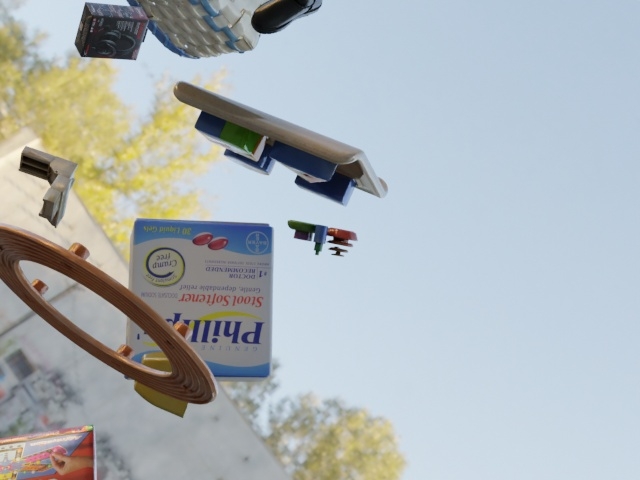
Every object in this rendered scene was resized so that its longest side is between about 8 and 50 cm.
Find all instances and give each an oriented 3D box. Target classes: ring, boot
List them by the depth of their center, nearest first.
[{"bbox_3d":[-0.257,0.083,1.179,0.337,0.032,0.336,28,-25,14],"label":"ring"},{"bbox_3d":[-0.033,-0.333,1.366,0.045,0.121,0.099,60,-22,8],"label":"boot"}]

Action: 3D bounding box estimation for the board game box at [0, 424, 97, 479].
[{"bbox_3d":[-0.490,0.376,1.565,0.027,0.281,0.145,87,-7,-54],"label":"board game box"}]

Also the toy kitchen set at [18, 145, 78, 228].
[{"bbox_3d":[-0.370,-0.063,1.321,0.075,0.083,0.068,20,-48,-4],"label":"toy kitchen set"}]

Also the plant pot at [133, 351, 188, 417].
[{"bbox_3d":[-0.231,0.206,1.498,0.083,0.081,0.081,19,0,-10],"label":"plant pot"}]

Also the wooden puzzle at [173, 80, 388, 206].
[{"bbox_3d":[-0.062,-0.145,1.694,0.322,0.080,0.348,22,-1,14],"label":"wooden puzzle"}]

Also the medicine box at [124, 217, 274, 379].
[{"bbox_3d":[-0.228,0.118,1.891,0.149,0.264,0.289,135,-44,-72],"label":"medicine box"}]

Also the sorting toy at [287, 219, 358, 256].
[{"bbox_3d":[0.000,0.000,1.395,0.102,0.042,0.061,11,0,5],"label":"sorting toy"}]

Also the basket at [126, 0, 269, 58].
[{"bbox_3d":[-0.222,-0.406,1.583,0.289,0.201,0.255,10,-21,30],"label":"basket"}]

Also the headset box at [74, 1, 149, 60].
[{"bbox_3d":[-0.255,-0.258,1.247,0.032,0.083,0.062,59,-44,35],"label":"headset box"}]
